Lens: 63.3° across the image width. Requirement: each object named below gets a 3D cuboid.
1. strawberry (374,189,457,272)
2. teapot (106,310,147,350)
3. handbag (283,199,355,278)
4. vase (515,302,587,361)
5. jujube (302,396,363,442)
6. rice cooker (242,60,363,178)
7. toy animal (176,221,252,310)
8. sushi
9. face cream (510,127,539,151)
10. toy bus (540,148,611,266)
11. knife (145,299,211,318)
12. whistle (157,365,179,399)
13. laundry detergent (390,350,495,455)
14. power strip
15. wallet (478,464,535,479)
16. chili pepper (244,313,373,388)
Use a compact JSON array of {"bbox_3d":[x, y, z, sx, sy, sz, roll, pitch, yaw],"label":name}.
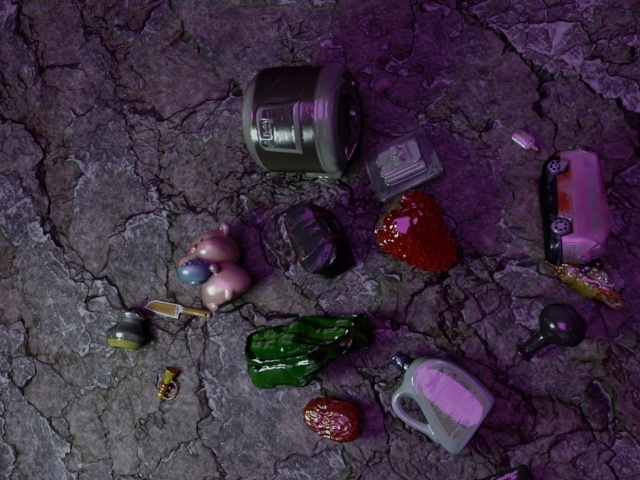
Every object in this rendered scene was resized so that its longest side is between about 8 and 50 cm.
[{"bbox_3d":[0.279,-0.012,1.462,0.244,0.205,0.205,43,96,-3],"label":"strawberry"},{"bbox_3d":[-0.648,0.303,1.731,0.165,0.130,0.119,-17,56,47],"label":"teapot"},{"bbox_3d":[0.000,0.000,1.538,0.155,0.169,0.215,-31,70,14],"label":"handbag"},{"bbox_3d":[0.587,0.244,1.342,0.183,0.120,0.120,-43,70,23],"label":"vase"},{"bbox_3d":[0.035,0.506,1.477,0.176,0.109,0.112,4,46,27],"label":"jujube"},{"bbox_3d":[-0.034,-0.350,1.534,0.325,0.335,0.335,4,82,18],"label":"rice cooker"},{"bbox_3d":[-0.318,0.091,1.620,0.210,0.229,0.221,-35,113,29],"label":"toy animal"},{"bbox_3d":[0.689,0.092,1.335,0.226,0.097,0.103,32,92,21],"label":"sushi"},{"bbox_3d":[0.584,-0.282,1.475,0.083,0.021,0.040,43,96,19],"label":"face cream"},{"bbox_3d":[0.646,-0.085,1.327,0.147,0.127,0.303,-3,62,20],"label":"toy bus"},{"bbox_3d":[-0.479,0.236,1.731,0.256,0.022,0.046,8,87,19],"label":"knife"},{"bbox_3d":[-0.493,0.470,1.693,0.046,0.057,0.109,32,104,64],"label":"whistle"},{"bbox_3d":[0.302,0.414,1.401,0.280,0.105,0.215,34,94,19],"label":"laundry detergent"},{"bbox_3d":[0.234,-0.237,1.530,0.213,0.064,0.198,-26,55,12],"label":"power strip"},{"bbox_3d":[0.505,0.712,1.316,0.168,0.052,0.245,-30,78,11],"label":"wallet"},{"bbox_3d":[-0.035,0.322,1.494,0.385,0.213,0.167,-17,118,18],"label":"chili pepper"}]
